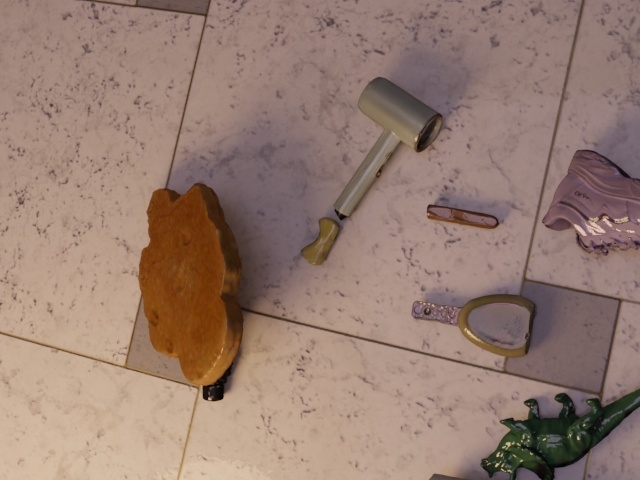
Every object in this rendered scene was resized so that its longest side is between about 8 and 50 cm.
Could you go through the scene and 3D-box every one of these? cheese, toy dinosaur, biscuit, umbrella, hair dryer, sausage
[{"bbox_3d":[0.237,0.124,1.461,0.192,0.037,0.097,8,85,19],"label":"cheese"},{"bbox_3d":[0.366,0.268,1.384,0.292,0.079,0.120,-40,79,12],"label":"toy dinosaur"},{"bbox_3d":[-0.218,0.063,1.546,0.269,0.051,0.376,-49,51,34],"label":"biscuit"},{"bbox_3d":[0.000,0.000,1.555,0.044,0.030,0.083,28,98,13],"label":"cheese"},{"bbox_3d":[-0.169,0.160,1.576,0.071,0.080,0.224,4,88,-17],"label":"umbrella"},{"bbox_3d":[0.085,-0.139,1.536,0.131,0.073,0.236,37,104,20],"label":"hair dryer"},{"bbox_3d":[0.228,-0.037,1.490,0.116,0.026,0.026,11,87,18],"label":"sausage"}]

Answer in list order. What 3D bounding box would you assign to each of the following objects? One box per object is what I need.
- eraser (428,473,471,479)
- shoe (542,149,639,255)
[{"bbox_3d":[0.290,0.464,1.368,0.290,0.104,0.189,7,98,19],"label":"eraser"},{"bbox_3d":[0.441,-0.027,1.368,0.245,0.095,0.138,42,107,37],"label":"shoe"}]
